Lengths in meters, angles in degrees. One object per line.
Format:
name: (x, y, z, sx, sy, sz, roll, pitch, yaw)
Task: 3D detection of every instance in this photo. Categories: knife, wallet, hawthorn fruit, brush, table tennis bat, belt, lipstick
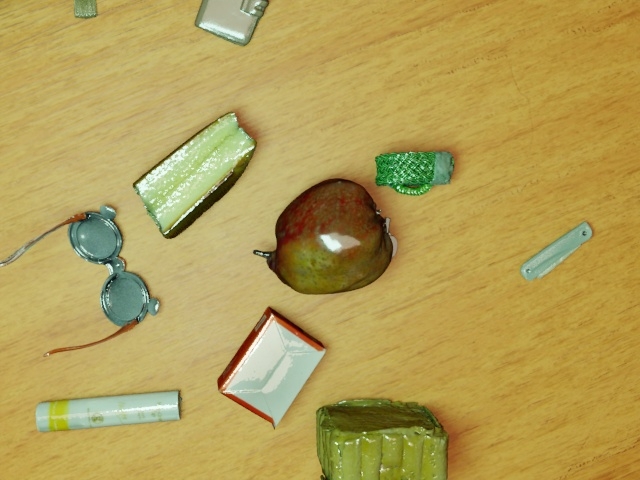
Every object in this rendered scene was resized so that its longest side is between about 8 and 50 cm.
knife: (0.459, 0.024, 1.740, 0.162, 0.023, 0.044, -35, 94, -1)
wallet: (-0.156, -0.446, 1.654, 0.118, 0.039, 0.152, 23, 96, -3)
hawthorn fruit: (0.000, 0.000, 1.627, 0.248, 0.208, 0.208, -18, 95, 11)
brush: (-0.436, -0.493, 1.643, 0.043, 0.014, 0.170, -4, 93, -2)
table tennis bat: (0.125, -0.003, 1.722, 0.050, 0.007, 0.083, 6, 96, -4)
belt: (0.174, -0.122, 1.660, 0.151, 0.121, 0.079, -4, 91, -22)
lipstick: (-0.394, 0.320, 1.682, 0.264, 0.059, 0.059, -5, 94, -3)

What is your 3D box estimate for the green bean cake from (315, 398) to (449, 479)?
green bean cake: (0.105, 0.376, 1.641, 0.224, 0.230, 0.131, -1, 96, -8)

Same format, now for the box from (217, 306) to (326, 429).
box: (-0.094, 0.236, 1.680, 0.133, 0.099, 0.182, 33, 90, -9)

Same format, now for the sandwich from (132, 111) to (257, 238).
sandwich: (-0.221, -0.120, 1.631, 0.236, 0.128, 0.122, -39, 92, -2)

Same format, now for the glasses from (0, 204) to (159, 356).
glasses: (-0.412, 0.076, 1.566, 0.118, 0.268, 0.234, -21, 98, 16)
